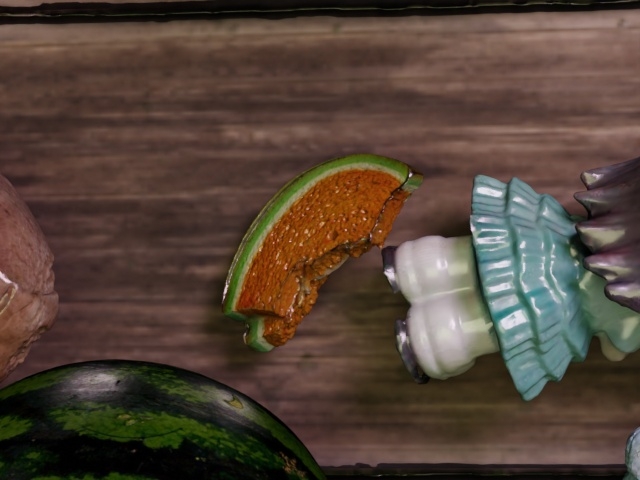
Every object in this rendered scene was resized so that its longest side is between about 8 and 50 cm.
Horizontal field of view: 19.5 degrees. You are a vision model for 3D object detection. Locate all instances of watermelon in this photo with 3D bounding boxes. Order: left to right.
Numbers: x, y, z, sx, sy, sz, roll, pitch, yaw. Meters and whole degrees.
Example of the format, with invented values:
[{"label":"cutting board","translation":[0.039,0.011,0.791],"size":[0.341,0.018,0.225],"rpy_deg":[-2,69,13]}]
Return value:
[{"label":"watermelon","translation":[-0.101,0.194,0.906],"size":[0.269,0.269,0.269],"rpy_deg":[0,92,8]}]

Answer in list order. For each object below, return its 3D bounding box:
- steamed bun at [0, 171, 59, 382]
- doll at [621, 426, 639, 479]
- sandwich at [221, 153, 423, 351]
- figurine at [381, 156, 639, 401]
[{"label":"steamed bun","translation":[-0.212,0.021,0.966],"size":[0.145,0.106,0.175],"rpy_deg":[-41,47,1]},{"label":"doll","translation":[0.174,0.167,0.963],"size":[0.120,0.075,0.180],"rpy_deg":[12,118,-30]},{"label":"sandwich","translation":[0.001,-0.002,0.976],"size":[0.135,0.029,0.067],"rpy_deg":[-39,50,22]},{"label":"figurine","translation":[0.154,0.002,0.937],"size":[0.245,0.110,0.138],"rpy_deg":[-13,73,14]}]
